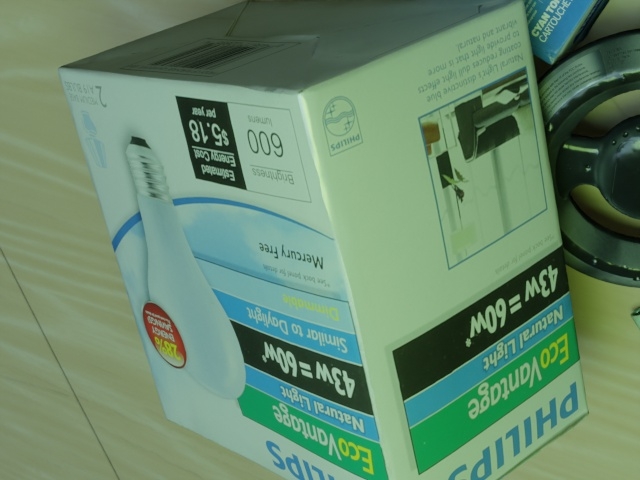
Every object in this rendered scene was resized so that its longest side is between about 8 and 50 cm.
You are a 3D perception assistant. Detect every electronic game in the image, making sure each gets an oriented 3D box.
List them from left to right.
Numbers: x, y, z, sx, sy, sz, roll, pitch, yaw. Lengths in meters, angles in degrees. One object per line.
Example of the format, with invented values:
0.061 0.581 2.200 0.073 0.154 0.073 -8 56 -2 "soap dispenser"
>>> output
0.260 -0.058 0.888 0.229 0.048 0.229 7 126 10 "electronic game"

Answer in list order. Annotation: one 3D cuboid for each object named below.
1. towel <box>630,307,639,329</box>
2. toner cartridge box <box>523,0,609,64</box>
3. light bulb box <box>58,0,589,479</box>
0.437 0.152 0.918 0.248 0.038 0.325 -31 95 43 "towel"
0.198 -0.310 0.798 0.165 0.075 0.348 39 131 12 "toner cartridge box"
0.000 0.000 0.956 0.358 0.225 0.361 14 124 51 "light bulb box"
